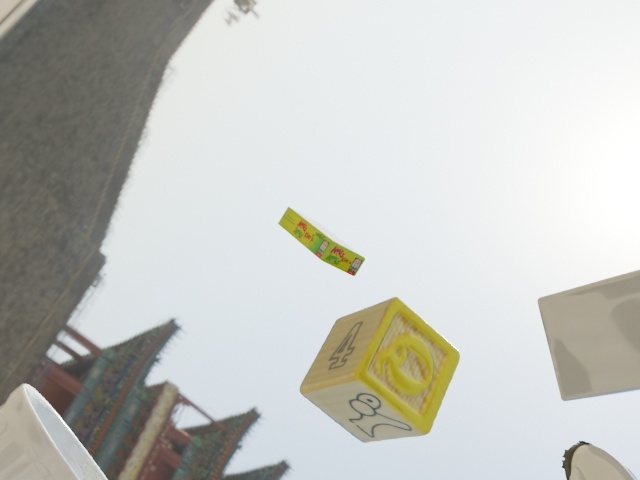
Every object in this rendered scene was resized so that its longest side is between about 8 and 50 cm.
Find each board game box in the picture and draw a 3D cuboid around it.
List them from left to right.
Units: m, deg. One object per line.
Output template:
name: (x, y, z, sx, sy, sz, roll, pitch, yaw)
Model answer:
board game box: (0.000, 0.000, 1.437, 0.043, 0.092, 0.181, -59, -142, 6)

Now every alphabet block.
alphabet block: (0.112, 0.251, 1.403, 0.197, 0.192, 0.193, -27, -152, 52)

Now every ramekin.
ramekin: (-0.327, 0.319, 0.870, 0.135, 0.277, 0.277, -36, -159, -18)

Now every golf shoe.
golf shoe: (0.343, 0.295, 0.782, 0.077, 0.198, 0.094, -30, 162, -20)

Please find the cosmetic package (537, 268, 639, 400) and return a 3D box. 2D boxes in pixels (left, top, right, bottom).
cosmetic package: (0.561, 0.098, 0.993, 0.453, 0.230, 0.161, -23, -110, 42)
